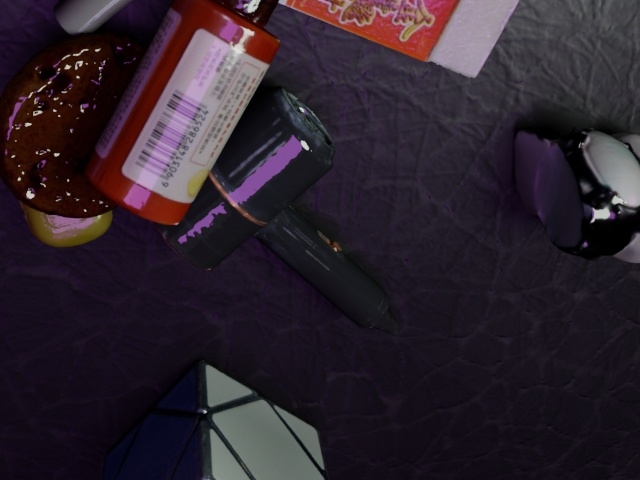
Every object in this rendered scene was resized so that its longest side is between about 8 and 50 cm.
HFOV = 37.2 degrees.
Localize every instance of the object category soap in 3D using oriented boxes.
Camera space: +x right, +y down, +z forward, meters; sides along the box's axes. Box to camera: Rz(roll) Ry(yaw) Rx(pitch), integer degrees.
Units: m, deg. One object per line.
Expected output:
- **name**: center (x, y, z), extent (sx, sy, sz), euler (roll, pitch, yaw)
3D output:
- **soap**: center (-0.269, -0.057, 0.980), extent (0.088, 0.045, 0.140), euler (-12, 120, -1)

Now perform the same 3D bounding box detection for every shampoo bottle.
- **shampoo bottle**: center (-0.108, -0.156, 0.868), extent (0.104, 0.104, 0.278), euler (27, 102, -22)

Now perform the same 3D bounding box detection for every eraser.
- **eraser**: center (0.082, -0.264, 0.904), extent (0.230, 0.038, 0.157), euler (19, 118, -15)

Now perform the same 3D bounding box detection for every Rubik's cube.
- **Rubik's cube**: center (-0.125, 0.309, 1.133), extent (0.207, 0.205, 0.205), euler (34, 112, -26)

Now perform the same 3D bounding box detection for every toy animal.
- **toy animal**: center (0.313, -0.054, 1.017), extent (0.179, 0.166, 0.138), euler (3, 150, -23)

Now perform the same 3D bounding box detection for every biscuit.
- **biscuit**: center (-0.222, -0.108, 0.919), extent (0.192, 0.049, 0.192), euler (-20, 129, -26)

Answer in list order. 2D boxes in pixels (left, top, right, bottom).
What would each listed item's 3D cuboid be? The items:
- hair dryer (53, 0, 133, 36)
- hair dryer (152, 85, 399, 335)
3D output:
- **hair dryer**: center (-0.196, -0.268, 0.824), extent (0.224, 0.088, 0.219), euler (5, 138, -35)
- **hair dryer**: center (0.000, 0.000, 1.040), extent (0.189, 0.107, 0.352), euler (-40, 126, 13)
